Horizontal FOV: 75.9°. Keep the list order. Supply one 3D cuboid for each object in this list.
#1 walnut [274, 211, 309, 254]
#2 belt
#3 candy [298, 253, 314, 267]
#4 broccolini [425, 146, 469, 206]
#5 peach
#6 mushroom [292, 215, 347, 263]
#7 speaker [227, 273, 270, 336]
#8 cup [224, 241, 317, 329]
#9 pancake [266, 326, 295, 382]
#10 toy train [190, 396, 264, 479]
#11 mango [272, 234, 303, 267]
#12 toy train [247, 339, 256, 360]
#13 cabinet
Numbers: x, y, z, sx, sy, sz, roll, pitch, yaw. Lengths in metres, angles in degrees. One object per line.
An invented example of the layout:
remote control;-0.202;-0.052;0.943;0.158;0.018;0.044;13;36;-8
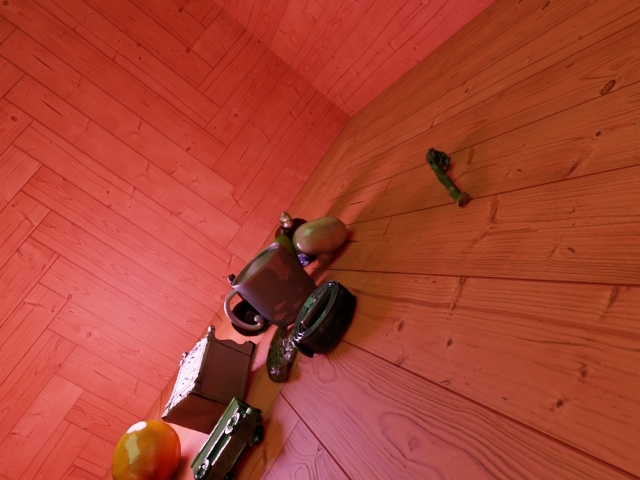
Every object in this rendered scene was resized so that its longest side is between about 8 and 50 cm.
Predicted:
walnut;-0.159;-0.041;2.258;0.222;0.243;0.269;-39;10;-10
belt;0.003;0.254;1.340;0.206;0.116;0.267;-27;27;51
candy;-0.068;0.074;2.072;0.145;0.070;0.275;-52;3;-26
broccolini;0.409;-0.208;1.301;0.074;0.079;0.392;-37;26;18
peach;-0.744;0.956;1.776;0.289;0.289;0.308;-52;53;5
mushroom;0.000;0.000;1.818;0.246;0.202;0.246;-9;7;1
speaker;-0.383;0.322;2.092;0.198;0.259;0.329;-65;14;8
cup;-0.206;0.222;1.658;0.357;0.274;0.259;-43;14;-2
pancake;-0.149;0.418;1.563;0.197;0.054;0.376;-52;16;1
toy train;-0.299;0.664;1.329;0.300;0.120;0.202;-57;13;-14
mango;-0.150;0.117;1.865;0.143;0.293;0.175;-10;24;3
toy train;-0.342;0.545;1.888;0.047;0.043;0.207;-47;16;24
cabinet;-0.464;0.580;1.717;0.290;0.228;0.318;-45;28;33
